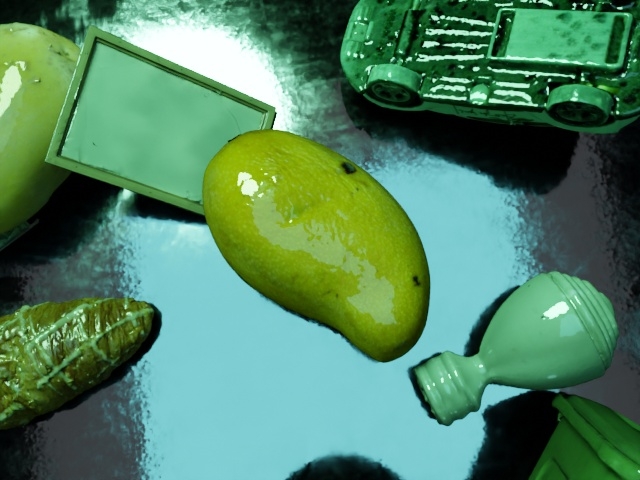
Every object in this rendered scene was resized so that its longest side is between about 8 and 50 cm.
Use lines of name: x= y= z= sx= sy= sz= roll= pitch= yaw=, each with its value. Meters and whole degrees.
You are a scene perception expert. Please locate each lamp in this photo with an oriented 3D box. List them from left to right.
lamp: x=0.182 y=0.104 z=0.649 sx=0.193 sy=0.106 sz=0.106 roll=-31 pitch=80 yaw=5

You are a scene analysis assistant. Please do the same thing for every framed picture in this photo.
framed picture: x=-0.148 y=-0.106 z=0.686 sx=0.200 sy=0.010 sz=0.136 roll=19 pitch=80 yaw=-28

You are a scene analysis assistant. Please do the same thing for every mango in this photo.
mango: x=-0.001 y=0.001 z=0.669 sx=0.157 sy=0.109 sz=0.262 roll=-43 pitch=86 yaw=-15

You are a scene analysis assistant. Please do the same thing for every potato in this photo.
potato: x=-0.311 y=-0.099 z=0.681 sx=0.146 sy=0.150 sz=0.234 roll=33 pitch=87 yaw=-32

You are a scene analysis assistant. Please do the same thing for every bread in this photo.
bread: x=-0.274 y=0.113 z=0.675 sx=0.233 sy=0.076 sz=0.105 roll=-26 pitch=82 yaw=-4

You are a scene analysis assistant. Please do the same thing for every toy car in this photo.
toy car: x=0.175 y=-0.178 z=0.684 sx=0.305 sy=0.125 sz=0.136 roll=10 pitch=78 yaw=26

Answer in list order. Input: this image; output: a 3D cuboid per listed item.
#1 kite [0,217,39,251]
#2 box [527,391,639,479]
kite: x=-0.462 y=-0.007 z=0.735 sx=0.322 sy=0.013 sz=0.268 roll=11 pitch=81 yaw=4
box: x=0.307 y=0.284 z=0.540 sx=0.328 sy=0.253 sz=0.178 roll=31 pitch=92 yaw=8
